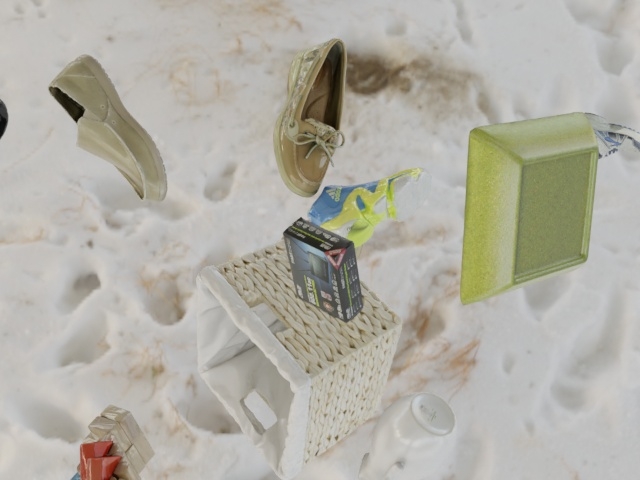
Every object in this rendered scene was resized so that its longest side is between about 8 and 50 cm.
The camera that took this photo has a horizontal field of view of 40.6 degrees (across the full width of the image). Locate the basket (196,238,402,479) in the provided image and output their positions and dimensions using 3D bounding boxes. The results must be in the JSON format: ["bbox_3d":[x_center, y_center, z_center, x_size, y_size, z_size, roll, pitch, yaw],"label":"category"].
[{"bbox_3d":[-0.051,0.216,1.683,0.266,0.331,0.328,-25,53,-30],"label":"basket"}]

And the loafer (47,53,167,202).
[{"bbox_3d":[-0.334,-0.163,1.355,0.092,0.102,0.268,-31,80,-24],"label":"loafer"}]

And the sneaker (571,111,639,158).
[{"bbox_3d":[0.412,-0.144,1.263,0.135,0.058,0.052,14,4,-23],"label":"sneaker"}]

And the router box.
[{"bbox_3d":[0.004,0.039,1.127,0.092,0.122,0.038,26,52,35],"label":"router box"}]

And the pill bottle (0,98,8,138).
[{"bbox_3d":[-0.683,-0.254,1.570,0.219,0.122,0.123,33,52,20],"label":"pill bottle"}]

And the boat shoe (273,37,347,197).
[{"bbox_3d":[-0.011,-0.214,1.471,0.105,0.089,0.285,18,66,-36],"label":"boat shoe"}]

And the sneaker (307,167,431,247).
[{"bbox_3d":[0.077,-0.077,1.457,0.126,0.091,0.240,32,46,34],"label":"sneaker"}]

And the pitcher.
[{"bbox_3d":[0.128,0.356,1.405,0.125,0.207,0.177,32,38,3],"label":"pitcher"}]

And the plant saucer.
[{"bbox_3d":[0.231,-0.032,0.912,0.188,0.188,0.045,-13,22,-37],"label":"plant saucer"}]

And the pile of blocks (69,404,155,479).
[{"bbox_3d":[-0.259,0.314,0.995,0.149,0.112,0.362,-25,31,-8],"label":"pile of blocks"}]

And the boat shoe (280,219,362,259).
[{"bbox_3d":[0.000,0.000,1.824,0.098,0.302,0.109,5,83,-22],"label":"boat shoe"}]
